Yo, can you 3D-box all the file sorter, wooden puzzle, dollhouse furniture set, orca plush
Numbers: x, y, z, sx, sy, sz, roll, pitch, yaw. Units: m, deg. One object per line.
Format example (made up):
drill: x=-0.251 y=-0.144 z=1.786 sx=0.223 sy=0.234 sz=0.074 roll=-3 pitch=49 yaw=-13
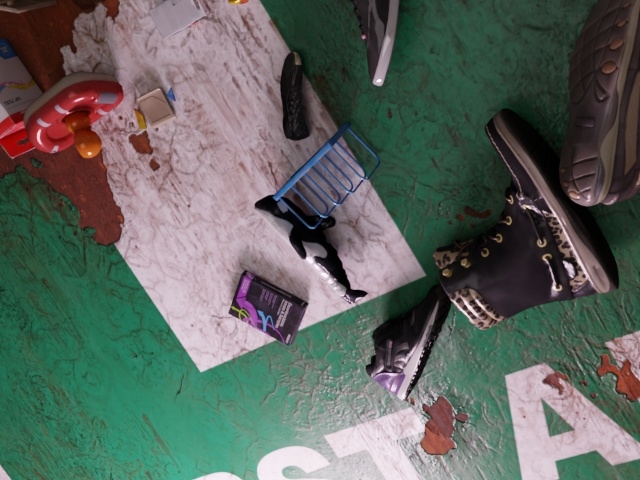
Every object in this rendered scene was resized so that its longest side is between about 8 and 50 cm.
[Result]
file sorter: x=0.015 y=-0.120 z=1.595 sx=0.104 sy=0.118 sz=0.170 roll=45 pitch=123 yaw=-5
wooden puzzle: x=-0.344 y=-0.277 z=1.737 sx=0.116 sy=0.014 sz=0.079 roll=-11 pitch=113 yaw=28
dollhouse furniture set: x=-0.631 y=-0.552 z=1.664 sx=0.144 sy=0.123 sz=0.151 roll=14 pitch=118 yaw=17
orca plush: x=0.000 y=0.000 z=1.670 sx=0.102 sy=0.151 sz=0.287 roll=-44 pitch=89 yaw=2

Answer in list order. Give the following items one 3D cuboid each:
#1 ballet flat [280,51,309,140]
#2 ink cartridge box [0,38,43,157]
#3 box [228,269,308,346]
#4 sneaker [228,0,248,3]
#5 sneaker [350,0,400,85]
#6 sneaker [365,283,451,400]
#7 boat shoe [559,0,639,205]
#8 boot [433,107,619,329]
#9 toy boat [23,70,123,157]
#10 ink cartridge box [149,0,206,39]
ballet flat: x=-0.048 y=-0.278 z=1.598 sx=0.057 sy=0.049 sz=0.173 roll=40 pitch=136 yaw=55
ink cartridge box: x=-0.677 y=-0.308 z=1.795 sx=0.078 sy=0.134 sz=0.231 roll=-28 pitch=101 yaw=31
box: x=-0.116 y=0.151 z=1.832 sx=0.162 sy=0.029 sz=0.116 roll=26 pitch=121 yaw=9
sneaker: x=-0.172 y=-0.519 z=1.516 sx=0.064 sy=0.067 sz=0.175 roll=-18 pitch=104 yaw=31
sneaker: x=0.064 y=-0.418 z=1.422 sx=0.146 sy=0.104 sz=0.296 roll=4 pitch=110 yaw=3
sneaker: x=0.167 y=0.196 z=1.690 sx=0.124 sy=0.107 sz=0.283 roll=28 pitch=122 yaw=16
boat shoe: x=0.484 y=-0.231 z=1.343 sx=0.130 sy=0.132 sz=0.355 roll=3 pitch=106 yaw=-20
boot: x=0.329 y=-0.021 z=1.500 sx=0.284 sy=0.138 sz=0.377 roll=-29 pitch=106 yaw=31
toy boat: x=-0.505 y=-0.242 z=1.730 sx=0.231 sy=0.151 sz=0.151 roll=-27 pitch=82 yaw=32
ink cartridge box: x=-0.273 y=-0.445 z=1.617 sx=0.115 sy=0.029 sz=0.063 roll=-19 pitch=105 yaw=28
